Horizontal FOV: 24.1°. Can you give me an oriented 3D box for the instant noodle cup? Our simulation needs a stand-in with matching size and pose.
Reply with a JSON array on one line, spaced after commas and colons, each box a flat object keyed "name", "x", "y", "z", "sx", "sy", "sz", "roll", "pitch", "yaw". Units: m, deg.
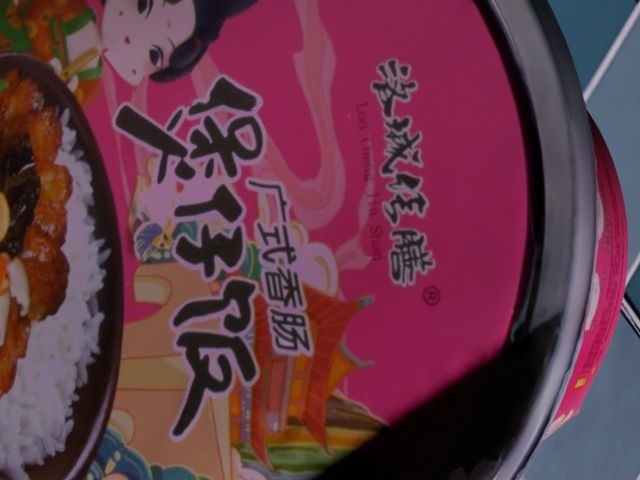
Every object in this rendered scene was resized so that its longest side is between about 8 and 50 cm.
[{"name": "instant noodle cup", "x": 0.000, "y": 0.000, "z": 0.532, "sx": 0.181, "sy": 0.258, "sz": 0.302, "roll": 9, "pitch": 101, "yaw": -60}]
